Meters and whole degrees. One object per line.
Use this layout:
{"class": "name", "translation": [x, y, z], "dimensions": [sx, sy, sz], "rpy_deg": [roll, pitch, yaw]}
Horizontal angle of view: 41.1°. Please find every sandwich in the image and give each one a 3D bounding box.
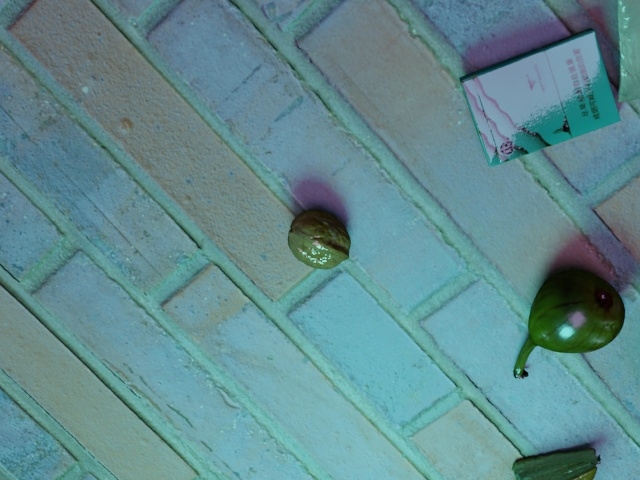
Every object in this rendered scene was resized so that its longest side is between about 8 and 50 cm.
{"class": "sandwich", "translation": [0.438, 0.494, 1.663], "dimensions": [0.128, 0.122, 0.236], "rpy_deg": [21, 111, -4]}

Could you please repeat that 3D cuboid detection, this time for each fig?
{"class": "fig", "translation": [0.421, 0.153, 1.549], "dimensions": [0.151, 0.151, 0.259], "rpy_deg": [38, 139, -7]}

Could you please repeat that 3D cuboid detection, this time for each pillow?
{"class": "pillow", "translation": [0.522, -0.314, 1.307], "dimensions": [0.148, 0.050, 0.230], "rpy_deg": [-25, 138, 1]}

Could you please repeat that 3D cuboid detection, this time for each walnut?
{"class": "walnut", "translation": [0.000, 0.000, 1.541], "dimensions": [0.124, 0.105, 0.105], "rpy_deg": [27, 113, -12]}

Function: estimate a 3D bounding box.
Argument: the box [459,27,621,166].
{"class": "box", "translation": [0.363, -0.235, 1.420], "dimensions": [0.226, 0.042, 0.161], "rpy_deg": [-20, 107, 12]}
